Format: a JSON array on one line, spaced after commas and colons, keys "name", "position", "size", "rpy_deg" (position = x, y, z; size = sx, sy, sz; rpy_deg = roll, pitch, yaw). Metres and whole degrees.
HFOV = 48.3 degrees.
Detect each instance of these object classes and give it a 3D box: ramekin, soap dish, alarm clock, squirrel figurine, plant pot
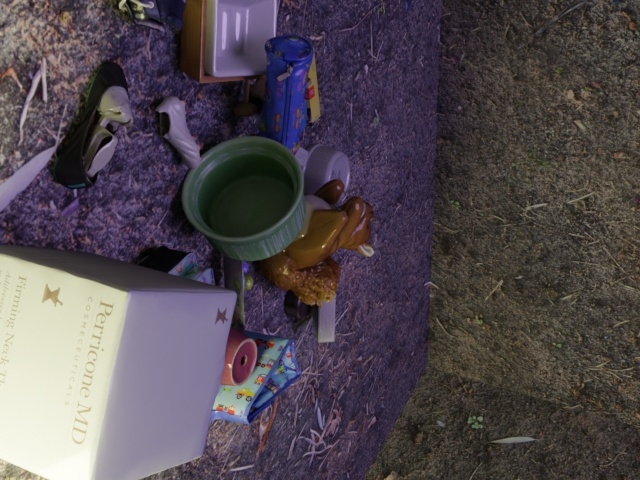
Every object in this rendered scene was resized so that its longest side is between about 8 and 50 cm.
[{"name": "ramekin", "position": [0.017, -0.211, 2.364], "size": [0.207, 0.109, 0.207], "rpy_deg": [-40, 137, -53]}, {"name": "ramekin", "position": [-0.180, -0.096, 1.786], "size": [0.148, 0.303, 0.303], "rpy_deg": [73, 37, -60]}, {"name": "soap dish", "position": [-0.220, -0.501, 1.708], "size": [0.291, 0.118, 0.229], "rpy_deg": [-28, 126, -60]}, {"name": "alarm clock", "position": [-0.071, 0.222, 2.445], "size": [0.129, 0.064, 0.192], "rpy_deg": [-14, 117, -63]}, {"name": "squirrel figurine", "position": [0.000, 0.000, 2.236], "size": [0.370, 0.281, 0.397], "rpy_deg": [5, 115, -58]}, {"name": "plant pot", "position": [-0.276, 0.299, 1.893], "size": [0.201, 0.180, 0.201], "rpy_deg": [-38, 134, -54]}]

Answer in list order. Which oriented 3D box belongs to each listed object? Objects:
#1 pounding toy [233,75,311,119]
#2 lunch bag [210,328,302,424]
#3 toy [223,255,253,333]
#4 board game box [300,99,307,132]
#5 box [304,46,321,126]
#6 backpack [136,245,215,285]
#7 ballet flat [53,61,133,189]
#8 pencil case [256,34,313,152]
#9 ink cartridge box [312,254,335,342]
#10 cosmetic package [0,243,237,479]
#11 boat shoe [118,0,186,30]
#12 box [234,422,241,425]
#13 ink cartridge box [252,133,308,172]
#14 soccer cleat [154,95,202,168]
[{"name": "pounding toy", "position": [-0.111, -0.420, 1.937], "size": [0.270, 0.154, 0.155], "rpy_deg": [-58, 149, -37]}, {"name": "lunch bag", "position": [-0.227, 0.393, 1.986], "size": [0.293, 0.220, 0.138], "rpy_deg": [-46, 132, -45]}, {"name": "toy", "position": [-0.220, 0.122, 1.954], "size": [0.056, 0.137, 0.237], "rpy_deg": [-3, 102, -31]}, {"name": "board game box", "position": [-0.102, -0.355, 2.095], "size": [0.133, 0.033, 0.169], "rpy_deg": [-31, 151, -22]}, {"name": "box", "position": [-0.056, -0.457, 2.119], "size": [0.058, 0.087, 0.232], "rpy_deg": [-50, 145, -45]}, {"name": "backpack", "position": [-0.352, 0.167, 1.679], "size": [0.225, 0.191, 0.254], "rpy_deg": [-49, 148, -47]}, {"name": "ballet flat", "position": [-0.428, -0.224, 1.419], "size": [0.095, 0.096, 0.281], "rpy_deg": [44, 61, -61]}, {"name": "pencil case", "position": [-0.092, -0.358, 1.786], "size": [0.133, 0.119, 0.306], "rpy_deg": [-93, -169, -49]}, {"name": "ink cartridge box", "position": [0.006, 0.170, 2.528], "size": [0.261, 0.066, 0.296], "rpy_deg": [-110, -160, -66]}, {"name": "cosmetic package", "position": [-0.420, 0.203, 1.284], "size": [0.327, 0.393, 0.330], "rpy_deg": [12, 90, -65]}, {"name": "boat shoe", "position": [-0.361, -0.518, 1.381], "size": [0.340, 0.127, 0.158], "rpy_deg": [4, 90, -66]}, {"name": "box", "position": [-0.247, 0.463, 2.225], "size": [0.201, 0.021, 0.164], "rpy_deg": [-69, 154, -19]}, {"name": "ink cartridge box", "position": [-0.134, -0.194, 2.026], "size": [0.128, 0.127, 0.176], "rpy_deg": [23, 81, -65]}, {"name": "soccer cleat", "position": [-0.334, -0.243, 1.662], "size": [0.076, 0.068, 0.196], "rpy_deg": [-41, 138, -31]}]
